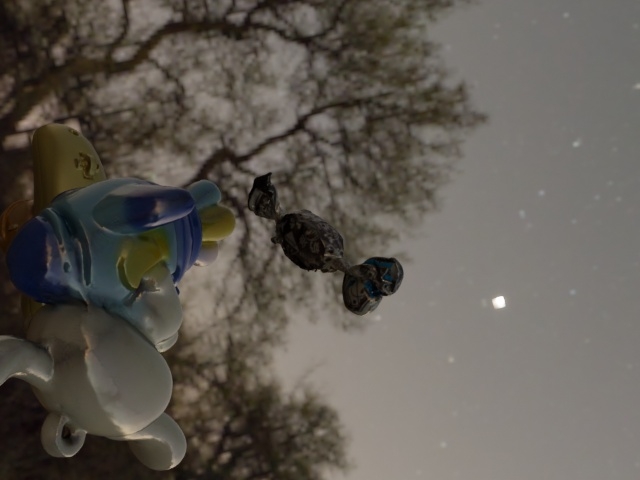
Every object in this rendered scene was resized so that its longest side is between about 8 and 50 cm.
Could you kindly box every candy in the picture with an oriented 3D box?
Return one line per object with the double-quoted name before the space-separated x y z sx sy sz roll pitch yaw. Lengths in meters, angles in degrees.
"candy" 0.000 0.000 1.405 0.226 0.051 0.094 34 -56 31

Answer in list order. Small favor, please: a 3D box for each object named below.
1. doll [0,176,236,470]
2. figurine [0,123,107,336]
"doll" -0.240 0.062 1.411 0.376 0.187 0.365 60 45 -70
"figurine" -0.396 -0.016 1.888 0.222 0.124 0.324 -23 -113 42
